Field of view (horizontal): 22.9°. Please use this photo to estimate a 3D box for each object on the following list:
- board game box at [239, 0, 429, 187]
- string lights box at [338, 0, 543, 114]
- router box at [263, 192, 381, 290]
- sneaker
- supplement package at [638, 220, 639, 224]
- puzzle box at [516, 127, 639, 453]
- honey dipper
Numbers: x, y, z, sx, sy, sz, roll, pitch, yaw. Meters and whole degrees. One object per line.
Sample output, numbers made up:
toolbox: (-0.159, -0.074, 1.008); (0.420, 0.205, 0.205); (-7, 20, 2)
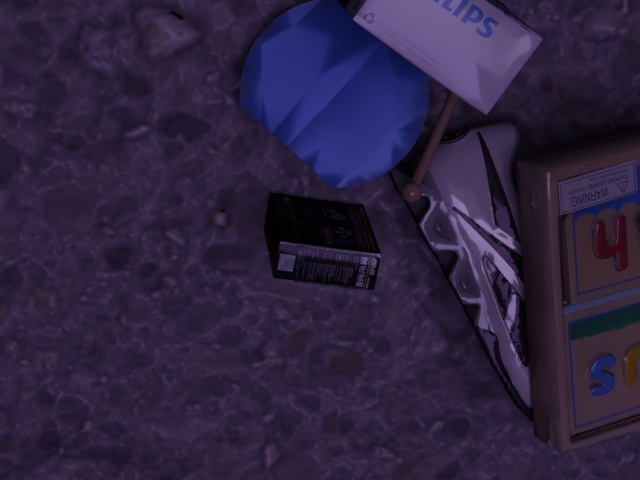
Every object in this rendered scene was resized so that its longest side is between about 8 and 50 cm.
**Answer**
board game box: (0.014, -0.134, 1.421); (0.169, 0.033, 0.133); (42, 92, -5)
string lights box: (0.080, -0.198, 1.296); (0.133, 0.259, 0.076); (34, 101, -16)
router box: (0.000, 0.000, 1.425); (0.092, 0.122, 0.038); (7, 112, -9)
sneaker: (0.199, 0.041, 1.465); (0.146, 0.122, 0.330); (-27, 110, 4)
supplement package: (0.453, 0.035, 1.353); (0.199, 0.198, 0.262); (-42, 118, -9)
puzzle box: (0.371, 0.016, 1.453); (0.409, 0.052, 0.272); (-15, 112, -21)
honey dipper: (0.107, -0.101, 1.407); (0.030, 0.030, 0.160); (30, 66, -16)
